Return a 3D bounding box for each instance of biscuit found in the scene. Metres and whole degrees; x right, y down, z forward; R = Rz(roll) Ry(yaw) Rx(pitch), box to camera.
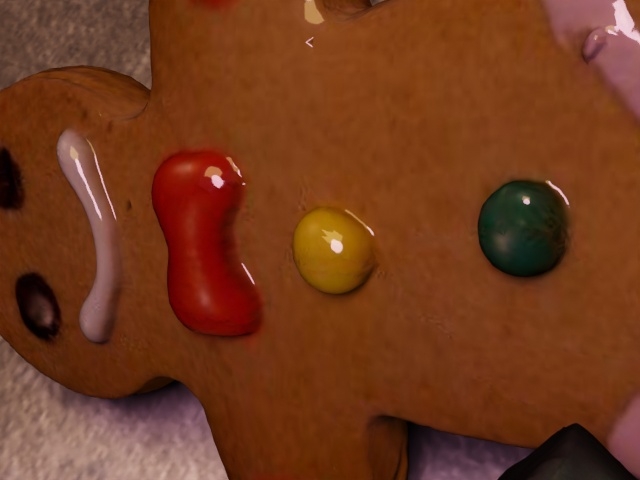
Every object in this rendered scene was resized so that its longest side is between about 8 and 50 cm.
[{"bbox_3d":[-0.001,0.000,0.543,0.432,0.064,0.283,1,103,33],"label":"biscuit"}]

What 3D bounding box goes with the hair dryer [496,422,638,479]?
[{"bbox_3d":[0.059,0.247,0.442,0.302,0.116,0.244,-44,81,8],"label":"hair dryer"}]
